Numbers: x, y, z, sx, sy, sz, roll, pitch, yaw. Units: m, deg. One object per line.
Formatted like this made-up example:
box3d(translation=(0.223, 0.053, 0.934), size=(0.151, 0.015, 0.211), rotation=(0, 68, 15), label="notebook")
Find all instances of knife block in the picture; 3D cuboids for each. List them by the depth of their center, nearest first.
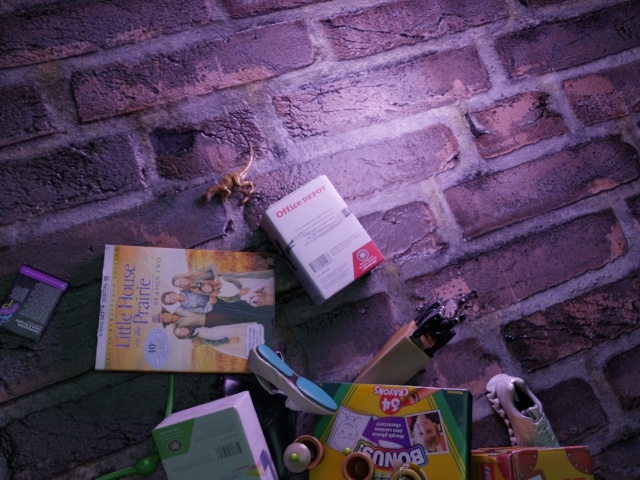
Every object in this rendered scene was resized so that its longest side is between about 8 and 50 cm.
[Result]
box3d(translation=(0.215, 0.274, 1.740), size=(0.088, 0.242, 0.276), rotation=(43, 70, 3), label="knife block")

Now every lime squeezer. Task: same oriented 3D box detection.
box3d(translation=(-0.399, 0.468, 1.655), size=(0.109, 0.059, 0.310), rotation=(26, 69, 28), label="lime squeezer")

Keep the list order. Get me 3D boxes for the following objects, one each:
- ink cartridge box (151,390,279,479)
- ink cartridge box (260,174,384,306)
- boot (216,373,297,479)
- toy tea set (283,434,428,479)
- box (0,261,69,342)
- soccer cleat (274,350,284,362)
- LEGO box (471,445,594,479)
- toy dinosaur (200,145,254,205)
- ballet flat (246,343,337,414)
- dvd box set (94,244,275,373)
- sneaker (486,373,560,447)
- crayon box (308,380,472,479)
box3d(translation=(-0.207, 0.540, 1.578), size=(0.207, 0.119, 0.354), rotation=(-18, 91, 9), label="ink cartridge box")
box3d(translation=(0.000, 0.000, 1.837), size=(0.197, 0.114, 0.273), rotation=(-33, 85, -18), label="ink cartridge box")
box3d(translation=(-0.164, 0.450, 1.680), size=(0.207, 0.094, 0.247), rotation=(11, 66, -13), label="boot")
box3d(translation=(0.061, 0.544, 1.547), size=(0.335, 0.124, 0.200), rotation=(14, 79, 22), label="toy tea set")
box3d(translation=(-0.683, 0.147, 1.685), size=(0.116, 0.029, 0.162), rotation=(23, 69, -5), label="box")
box3d(translation=(-0.101, 0.315, 1.766), size=(0.029, 0.035, 0.083), rotation=(-5, 75, -14), label="soccer cleat")
box3d(translation=(0.454, 0.723, 1.598), size=(0.193, 0.372, 0.501), rotation=(1, 75, -13), label="LEGO box")
box3d(translation=(-0.217, -0.159, 1.861), size=(0.211, 0.064, 0.112), rotation=(-42, 86, -20), label="toy dinosaur")
box3d(translation=(-0.075, 0.343, 1.674), size=(0.248, 0.086, 0.086), rotation=(39, 70, 8), label="ballet flat")
box3d(translation=(-0.321, 0.171, 1.743), size=(0.419, 0.062, 0.308), rotation=(4, 73, -12), label="dvd box set")
box3d(translation=(0.538, 0.475, 1.825), size=(0.110, 0.118, 0.292), rotation=(-30, 84, -21), label="sneaker")
box3d(translation=(0.162, 0.498, 1.654), size=(0.362, 0.106, 0.313), rotation=(-1, 71, 18), label="crayon box")
